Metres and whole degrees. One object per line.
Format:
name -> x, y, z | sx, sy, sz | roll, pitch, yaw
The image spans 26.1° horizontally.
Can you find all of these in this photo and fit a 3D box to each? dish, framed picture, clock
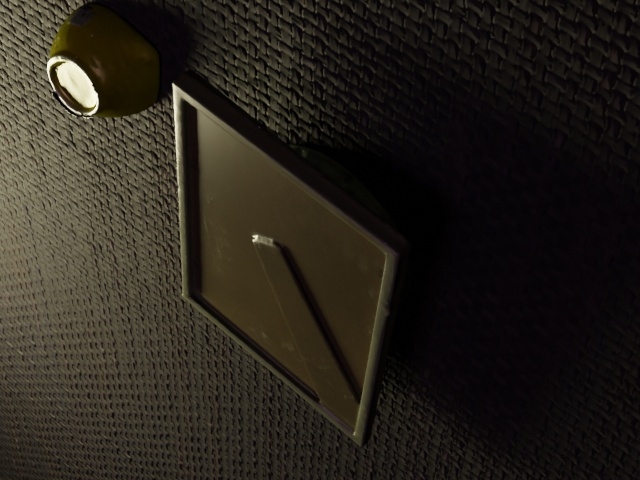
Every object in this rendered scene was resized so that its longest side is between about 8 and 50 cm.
dish -> -0.281, -0.206, 1.686 | 0.207, 0.080, 0.149 | -1, 123, 51
framed picture -> -0.045, 0.038, 1.606 | 0.326, 0.028, 0.446 | 39, 152, 19
clock -> 0.000, 0.000, 1.583 | 0.236, 0.053, 0.236 | 33, 147, 24
